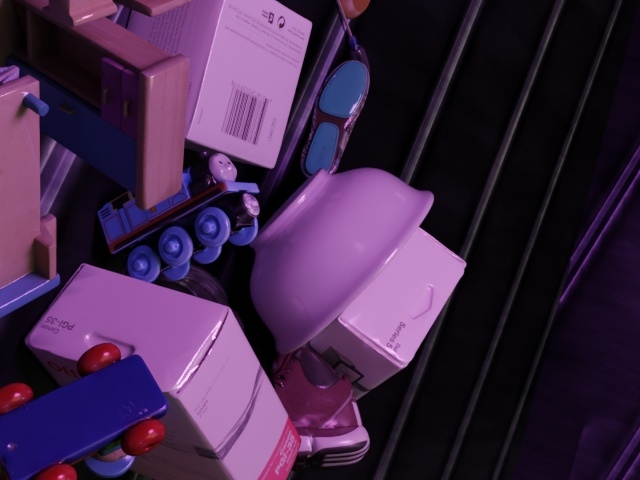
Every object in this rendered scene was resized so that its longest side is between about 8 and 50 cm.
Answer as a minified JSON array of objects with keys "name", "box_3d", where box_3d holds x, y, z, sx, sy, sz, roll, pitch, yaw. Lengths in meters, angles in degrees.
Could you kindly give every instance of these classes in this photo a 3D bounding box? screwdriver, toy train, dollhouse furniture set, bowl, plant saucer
[{"name":"screwdriver","box_3d":[0.040,-0.303,1.499,0.025,0.024,0.170,-89,162,-47]},{"name":"toy train","box_3d":[-0.149,-0.023,1.117,0.080,0.184,0.105,-5,71,-61]},{"name":"dollhouse furniture set","box_3d":[-0.275,-0.114,0.801,0.303,0.198,0.286,-36,147,-41]},{"name":"bowl","box_3d":[0.000,0.000,1.388,0.298,0.134,0.298,-46,-174,7]},{"name":"toy train","box_3d":[-0.265,0.201,0.944,0.248,0.105,0.143,-24,158,-28]},{"name":"plant saucer","box_3d":[0.054,-0.356,1.495,0.083,0.015,0.083,-35,132,-50]}]

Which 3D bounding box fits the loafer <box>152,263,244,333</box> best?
[{"name":"loafer","box_3d":[-0.151,0.095,1.283,0.223,0.076,0.078,64,40,-56]}]

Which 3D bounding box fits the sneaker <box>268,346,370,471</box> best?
[{"name":"sneaker","box_3d":[-0.083,0.221,1.384,0.106,0.282,0.162,111,-25,-56]}]

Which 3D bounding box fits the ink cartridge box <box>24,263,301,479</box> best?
[{"name":"ink cartridge box","box_3d":[-0.163,0.171,1.159,0.117,0.207,0.283,-59,148,-29]}]

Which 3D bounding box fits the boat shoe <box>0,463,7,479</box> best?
[{"name":"boat shoe","box_3d":[-0.352,0.149,0.909,0.103,0.113,0.302,-57,148,-40]}]

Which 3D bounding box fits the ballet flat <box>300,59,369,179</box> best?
[{"name":"ballet flat","box_3d":[0.017,-0.166,1.489,0.188,0.070,0.070,-66,151,-12]}]

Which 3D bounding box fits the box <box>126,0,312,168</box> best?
[{"name":"box","box_3d":[-0.119,-0.189,1.154,0.181,0.119,0.181,14,90,-62]}]

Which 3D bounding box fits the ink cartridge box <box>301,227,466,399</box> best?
[{"name":"ink cartridge box","box_3d":[0.065,0.117,1.500,0.198,0.115,0.273,-55,-176,-32]}]
